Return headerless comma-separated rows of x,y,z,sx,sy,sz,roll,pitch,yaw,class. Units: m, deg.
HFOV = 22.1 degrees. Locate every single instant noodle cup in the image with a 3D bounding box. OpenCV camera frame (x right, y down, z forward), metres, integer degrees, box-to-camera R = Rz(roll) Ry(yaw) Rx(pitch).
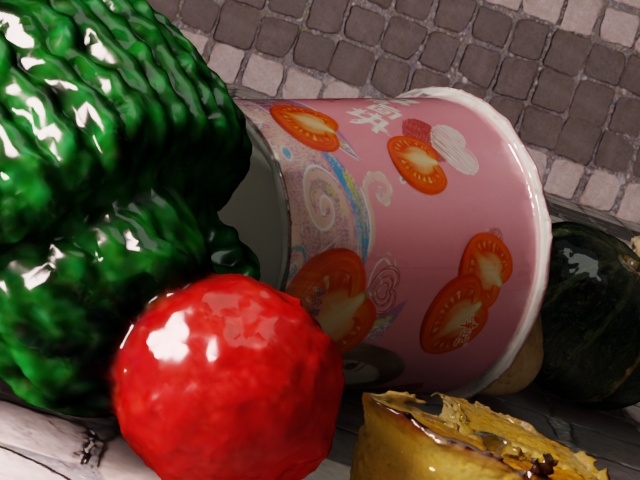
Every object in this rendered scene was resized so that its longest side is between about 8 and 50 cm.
0.000,0.000,1.162,0.231,0.243,0.243,2,18,-43,instant noodle cup

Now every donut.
0.102,0.145,0.982,0.146,0.078,0.181,24,4,24,donut

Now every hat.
-0.121,0.023,0.937,0.332,0.242,0.274,46,42,18,hat

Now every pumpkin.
0.231,0.066,1.463,0.190,0.146,0.190,50,13,-16,pumpkin

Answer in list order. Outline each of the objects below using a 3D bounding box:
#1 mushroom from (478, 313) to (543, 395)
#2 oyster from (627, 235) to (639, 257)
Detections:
0.117,0.069,1.338,0.148,0.112,0.148,17,12,-4,mushroom
0.371,0.083,1.720,0.133,0.209,0.072,-26,-19,29,oyster
